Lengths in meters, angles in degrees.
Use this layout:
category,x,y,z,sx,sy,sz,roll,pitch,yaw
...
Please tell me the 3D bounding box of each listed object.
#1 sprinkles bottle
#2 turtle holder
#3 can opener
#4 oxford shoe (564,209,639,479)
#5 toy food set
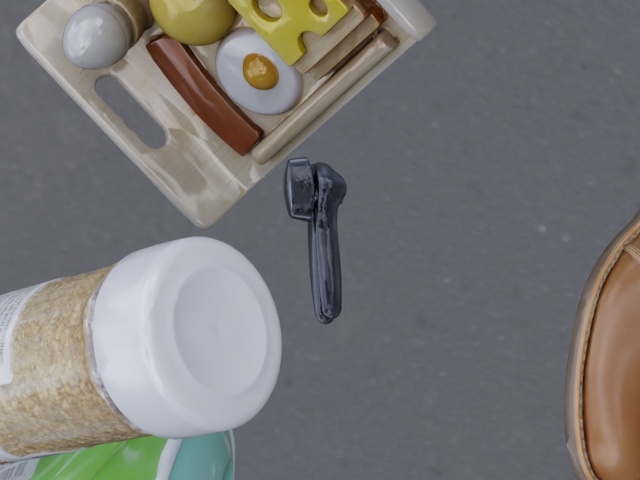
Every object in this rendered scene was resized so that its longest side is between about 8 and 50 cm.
category,x,y,z,sx,sy,sz,roll,pitch,yaw
sprinkles bottle,-0.190,0.089,1.068,0.355,0.121,0.121,-15,76,41
turtle holder,-0.193,0.178,1.378,0.243,0.227,0.320,-39,24,5
can opener,0.000,0.000,1.742,0.073,0.059,0.186,-5,80,-8
oxford shoe,0.177,0.025,0.739,0.076,0.076,0.212,5,60,48
toy food set,-0.079,-0.154,1.138,0.220,0.092,0.306,47,139,-5
